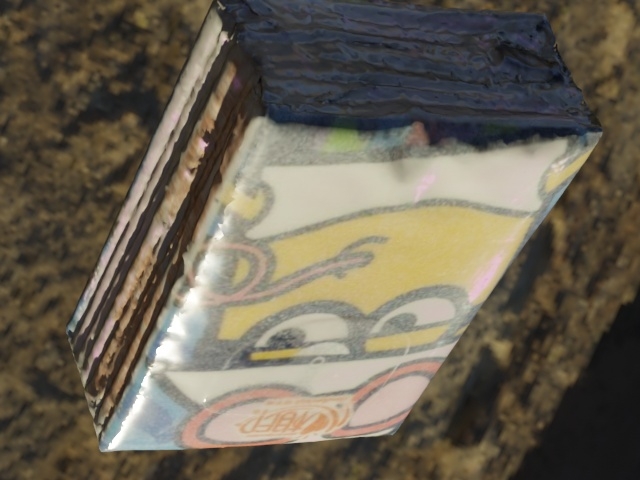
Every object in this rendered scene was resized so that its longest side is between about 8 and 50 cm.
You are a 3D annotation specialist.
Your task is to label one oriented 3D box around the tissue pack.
[{"bbox_3d":[0.000,0.000,0.466,0.115,0.065,0.155,1,137,-29],"label":"tissue pack"}]
